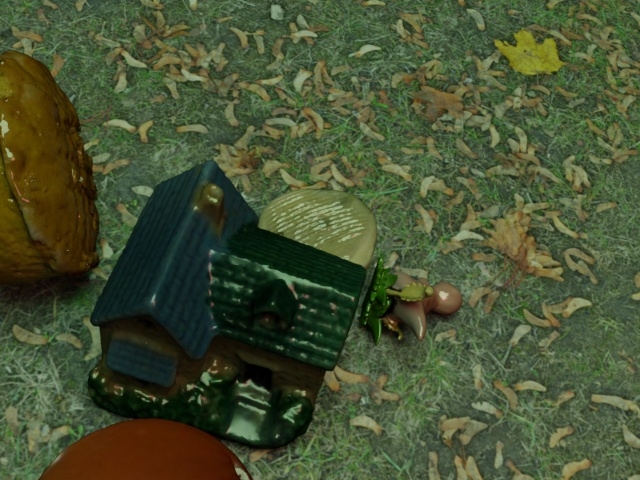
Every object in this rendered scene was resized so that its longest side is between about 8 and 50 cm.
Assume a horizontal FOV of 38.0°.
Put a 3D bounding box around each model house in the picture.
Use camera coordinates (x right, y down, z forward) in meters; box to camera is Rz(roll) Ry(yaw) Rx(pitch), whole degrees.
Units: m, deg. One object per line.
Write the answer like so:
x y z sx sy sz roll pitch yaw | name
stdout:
-0.146 0.108 1.482 0.381 0.343 0.335 18 55 1 | model house

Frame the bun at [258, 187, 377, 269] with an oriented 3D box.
0.000 0.000 1.715 0.209 0.116 0.237 -32 53 -24 | bun

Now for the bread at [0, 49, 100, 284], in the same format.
-0.494 -0.102 1.538 0.215 0.398 0.398 -12 60 -3 | bread

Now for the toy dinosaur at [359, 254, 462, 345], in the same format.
0.167 0.125 1.674 0.177 0.152 0.194 17 15 -1 | toy dinosaur

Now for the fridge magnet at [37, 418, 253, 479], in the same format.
-0.256 0.437 1.358 0.363 0.155 0.364 5 56 -8 | fridge magnet

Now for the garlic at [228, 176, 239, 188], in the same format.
-0.195 -0.075 1.732 0.131 0.127 0.194 31 37 13 | garlic
